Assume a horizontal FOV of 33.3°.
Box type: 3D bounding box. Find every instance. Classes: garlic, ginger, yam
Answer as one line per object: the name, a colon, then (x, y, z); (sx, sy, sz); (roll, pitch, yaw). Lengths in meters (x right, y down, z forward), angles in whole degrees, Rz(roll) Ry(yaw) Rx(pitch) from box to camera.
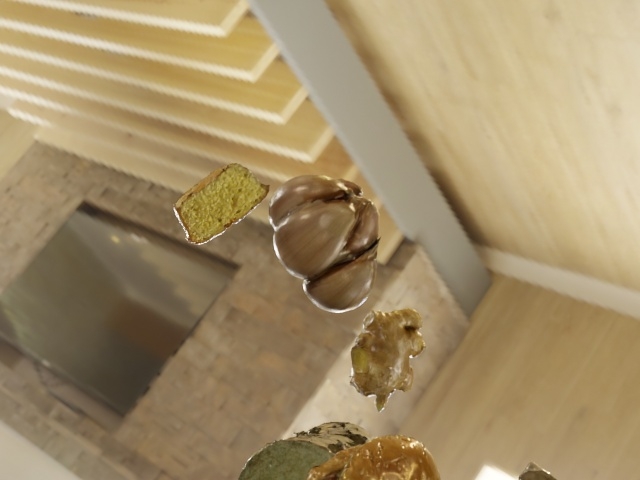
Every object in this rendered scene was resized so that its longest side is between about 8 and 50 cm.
garlic: (0.000, 0.000, 1.736); (0.160, 0.214, 0.191); (12, -35, -29)
ginger: (0.127, 0.240, 2.152); (0.157, 0.216, 0.102); (0, 13, -35)
yam: (-0.011, 0.455, 2.002); (0.241, 0.241, 0.348); (31, 3, 17)

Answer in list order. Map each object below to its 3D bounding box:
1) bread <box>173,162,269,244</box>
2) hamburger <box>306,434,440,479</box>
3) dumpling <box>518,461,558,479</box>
bread: (-0.190, -0.073, 2.011); (0.103, 0.187, 0.065); (54, -16, -16)
hamburger: (0.091, 0.389, 1.740); (0.124, 0.131, 0.262); (9, 13, 43)
dumpling: (0.246, 0.446, 1.286); (0.086, 0.332, 0.166); (-3, 21, -34)
